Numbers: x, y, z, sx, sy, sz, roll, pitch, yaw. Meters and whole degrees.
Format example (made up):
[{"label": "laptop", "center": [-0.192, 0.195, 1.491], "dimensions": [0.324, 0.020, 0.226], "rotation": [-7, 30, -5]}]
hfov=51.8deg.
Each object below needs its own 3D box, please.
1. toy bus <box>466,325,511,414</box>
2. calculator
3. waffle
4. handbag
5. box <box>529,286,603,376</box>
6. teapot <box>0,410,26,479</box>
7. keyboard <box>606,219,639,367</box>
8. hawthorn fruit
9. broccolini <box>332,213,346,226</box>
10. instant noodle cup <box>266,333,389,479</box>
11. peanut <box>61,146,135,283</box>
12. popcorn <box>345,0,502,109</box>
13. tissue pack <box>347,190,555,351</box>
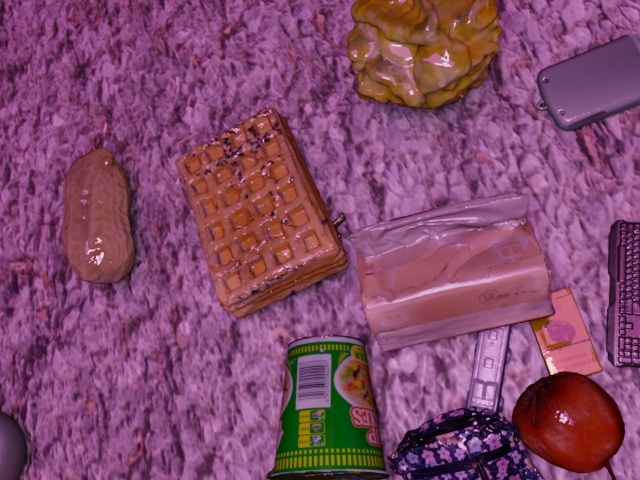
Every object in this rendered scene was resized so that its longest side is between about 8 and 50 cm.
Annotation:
[{"label": "toy bus", "center": [0.292, 0.231, 1.142], "dimensions": [0.064, 0.075, 0.190], "rotation": [9, 76, 17]}, {"label": "calculator", "center": [0.529, -0.300, 1.249], "dimensions": [0.246, 0.045, 0.141], "rotation": [-22, 70, 9]}, {"label": "waffle", "center": [-0.127, -0.059, 1.307], "dimensions": [0.261, 0.114, 0.376], "rotation": [-29, 62, 9]}, {"label": "handbag", "center": [0.238, 0.381, 1.065], "dimensions": [0.229, 0.127, 0.207], "rotation": [-25, 87, 21]}, {"label": "box", "center": [0.421, 0.166, 1.154], "dimensions": [0.087, 0.023, 0.155], "rotation": [-19, 70, 12]}, {"label": "teapot", "center": [-0.697, 0.436, 1.326], "dimensions": [0.193, 0.129, 0.294], "rotation": [-18, 70, 11]}, {"label": "keyboard", "center": [0.554, 0.091, 1.142], "dimensions": [0.106, 0.016, 0.262], "rotation": [4, 75, 16]}, {"label": "hawthorn fruit", "center": [0.408, 0.305, 1.051], "dimensions": [0.157, 0.157, 0.194], "rotation": [-39, 76, 2]}, {"label": "broccolini", "center": [0.000, 0.000, 1.320], "dimensions": [0.140, 0.030, 0.035], "rotation": [-40, 74, -3]}, {"label": "instant noodle cup", "center": [0.010, 0.294, 1.147], "dimensions": [0.207, 0.207, 0.232], "rotation": [-8, 66, 13]}, {"label": "peanut", "center": [-0.477, -0.053, 1.406], "dimensions": [0.152, 0.152, 0.313], "rotation": [-14, 71, 11]}, {"label": "popcorn", "center": [0.183, -0.373, 1.234], "dimensions": [0.312, 0.312, 0.312], "rotation": [-4, 73, 14]}, {"label": "tissue pack", "center": [0.213, 0.025, 1.120], "dimensions": [0.306, 0.238, 0.238], "rotation": [-14, 71, 11]}]
